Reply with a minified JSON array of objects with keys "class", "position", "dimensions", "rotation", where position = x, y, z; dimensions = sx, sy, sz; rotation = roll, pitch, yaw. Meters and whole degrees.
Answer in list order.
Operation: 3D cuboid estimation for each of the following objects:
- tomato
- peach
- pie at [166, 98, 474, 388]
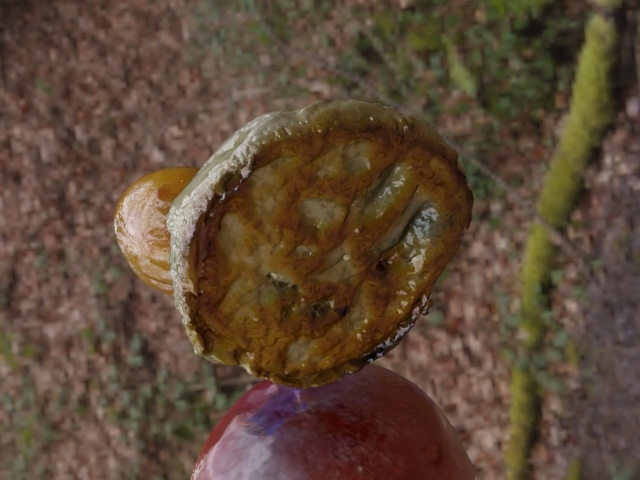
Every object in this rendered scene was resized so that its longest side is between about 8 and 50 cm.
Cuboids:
[{"class":"tomato","position":[0.004,0.245,1.495],"dimensions":[0.290,0.335,0.176],"rotation":[18,148,40]},{"class":"peach","position":[-0.138,-0.010,1.457],"dimensions":[0.138,0.138,0.138],"rotation":[172,90,-82]},{"class":"pie","position":[0.000,0.000,1.355],"dimensions":[0.092,0.315,0.315],"rotation":[-119,21,-48]}]
